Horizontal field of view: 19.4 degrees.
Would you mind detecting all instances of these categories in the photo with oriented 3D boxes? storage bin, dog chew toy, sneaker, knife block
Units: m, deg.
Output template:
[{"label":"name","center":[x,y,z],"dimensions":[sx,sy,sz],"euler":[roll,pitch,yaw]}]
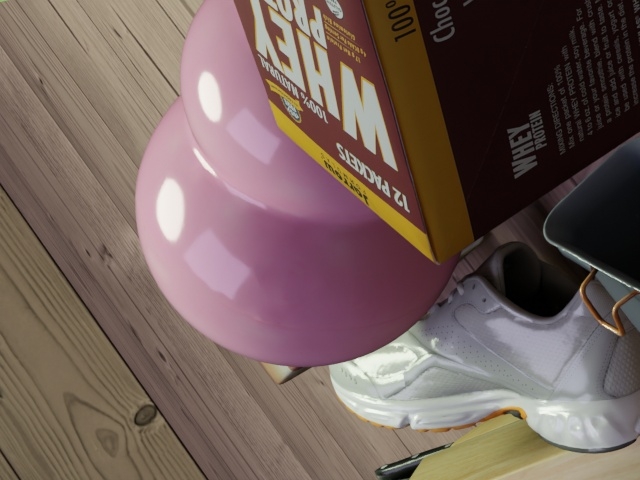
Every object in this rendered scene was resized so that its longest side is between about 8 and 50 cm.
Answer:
[{"label":"storage bin","center":[0.188,0.022,0.953],"dimensions":[0.091,0.098,0.135],"euler":[53,169,-31]},{"label":"dog chew toy","center":[0.003,-0.080,1.107],"dimensions":[0.206,0.207,0.332],"euler":[48,143,31]},{"label":"sneaker","center":[0.107,0.055,1.206],"dimensions":[0.262,0.099,0.121],"euler":[1,113,41]},{"label":"knife block","center":[0.106,0.199,1.270],"dimensions":[0.088,0.242,0.276],"euler":[58,165,-9]}]

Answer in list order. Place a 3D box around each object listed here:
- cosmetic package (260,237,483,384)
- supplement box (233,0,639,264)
[{"label":"cosmetic package","center":[0.000,0.000,1.416],"dimensions":[0.153,0.129,0.296],"euler":[57,165,7]},{"label":"supplement box","center":[0.070,-0.134,0.787],"dimensions":[0.129,0.194,0.191],"euler":[42,160,43]}]
